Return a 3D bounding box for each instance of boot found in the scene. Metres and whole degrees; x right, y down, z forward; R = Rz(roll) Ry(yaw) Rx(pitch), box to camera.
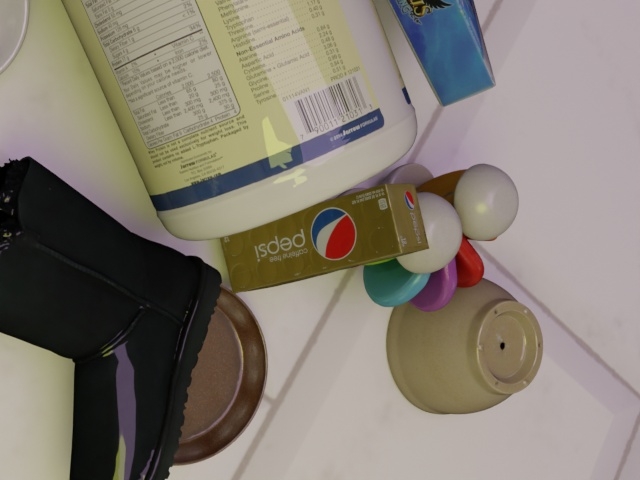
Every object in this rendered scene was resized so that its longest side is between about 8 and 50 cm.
[{"bbox_3d":[-0.198,0.083,0.633,0.207,0.094,0.246,31,65,-35],"label":"boot"}]

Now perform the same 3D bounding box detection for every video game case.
[{"bbox_3d":[0.076,-0.301,0.768,0.269,0.061,0.244,51,26,-47],"label":"video game case"}]

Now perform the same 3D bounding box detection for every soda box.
[{"bbox_3d":[0.000,0.000,0.751,0.058,0.181,0.061,-8,84,-58],"label":"soda box"}]

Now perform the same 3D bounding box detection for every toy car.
[{"bbox_3d":[0.105,0.002,0.840,0.182,0.159,0.136,-26,110,-31],"label":"toy car"}]

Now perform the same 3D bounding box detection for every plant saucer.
[{"bbox_3d":[-0.127,0.116,0.759,0.168,0.029,0.168,2,86,-33],"label":"plant saucer"}]

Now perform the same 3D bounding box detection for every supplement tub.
[{"bbox_3d":[-0.079,-0.187,0.683,0.235,0.235,0.324,-29,103,-30],"label":"supplement tub"}]

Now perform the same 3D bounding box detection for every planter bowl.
[{"bbox_3d":[0.167,0.112,0.900,0.162,0.109,0.162,2,87,-32],"label":"planter bowl"}]

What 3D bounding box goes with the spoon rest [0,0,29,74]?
[{"bbox_3d":[-0.286,-0.251,0.645,0.137,0.084,0.276,10,81,-32],"label":"spoon rest"}]
